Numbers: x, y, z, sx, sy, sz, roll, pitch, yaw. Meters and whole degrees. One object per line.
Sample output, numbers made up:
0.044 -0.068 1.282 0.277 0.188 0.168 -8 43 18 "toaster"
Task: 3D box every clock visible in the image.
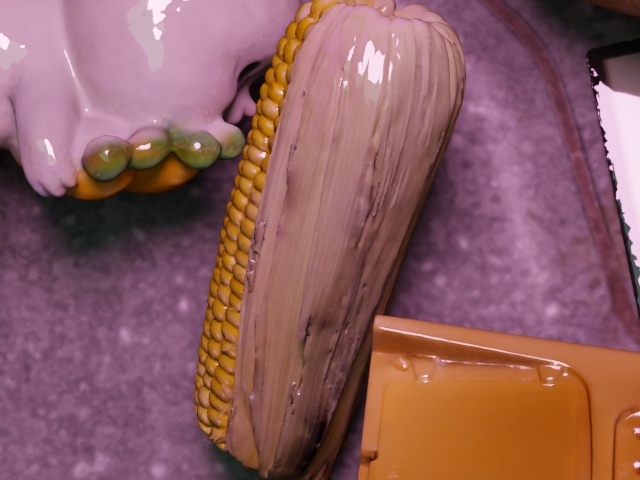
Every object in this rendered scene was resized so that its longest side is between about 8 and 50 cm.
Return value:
0.170 0.180 1.099 0.317 0.200 0.244 3 59 9 "clock"

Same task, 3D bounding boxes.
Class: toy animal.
-0.139 -0.141 1.211 0.310 0.183 0.247 -15 81 8 "toy animal"

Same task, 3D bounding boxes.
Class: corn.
0.004 0.002 1.158 0.122 0.123 0.305 2 116 -27 "corn"

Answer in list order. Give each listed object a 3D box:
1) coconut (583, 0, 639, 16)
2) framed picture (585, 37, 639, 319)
0.218 -0.265 1.125 0.297 0.254 0.297 -2 83 17 "coconut"
0.346 -0.035 1.201 0.324 0.013 0.244 -12 81 8 "framed picture"
